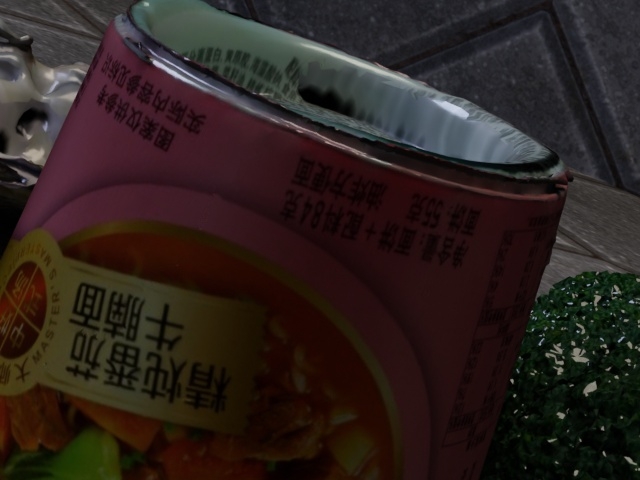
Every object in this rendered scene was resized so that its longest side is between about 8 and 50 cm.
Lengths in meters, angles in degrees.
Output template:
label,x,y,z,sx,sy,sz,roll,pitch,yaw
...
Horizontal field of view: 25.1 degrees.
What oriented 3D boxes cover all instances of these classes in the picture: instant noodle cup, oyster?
label,x,y,z,sx,sy,sz,roll,pitch,yaw
instant noodle cup,-0.035,0.058,0.517,0.244,0.255,0.244,19,16,-6
oyster,-0.208,-0.055,0.981,0.351,0.114,0.238,2,32,-42

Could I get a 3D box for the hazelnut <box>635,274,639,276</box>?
label,x,y,z,sx,sy,sz,roll,pitch,yaw
hazelnut,0.196,0.122,0.830,0.204,0.178,0.178,55,18,2

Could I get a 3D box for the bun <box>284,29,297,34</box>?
label,x,y,z,sx,sy,sz,roll,pitch,yaw
bun,0.000,0.000,0.955,0.287,0.146,0.287,56,6,-9

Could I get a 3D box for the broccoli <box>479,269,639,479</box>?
label,x,y,z,sx,sy,sz,roll,pitch,yaw
broccoli,0.170,0.134,0.589,0.295,0.245,0.265,29,59,34
